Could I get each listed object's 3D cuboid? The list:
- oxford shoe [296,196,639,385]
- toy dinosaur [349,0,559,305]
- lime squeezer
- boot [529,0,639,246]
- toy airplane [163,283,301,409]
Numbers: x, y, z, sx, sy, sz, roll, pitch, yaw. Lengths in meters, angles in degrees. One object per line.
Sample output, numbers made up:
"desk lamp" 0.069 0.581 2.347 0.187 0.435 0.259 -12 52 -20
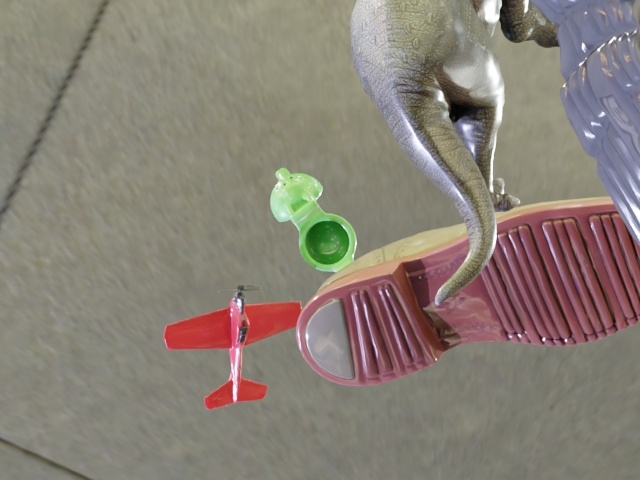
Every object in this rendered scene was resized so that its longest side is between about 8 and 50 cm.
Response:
"oxford shoe" 0.151 0.018 1.474 0.348 0.130 0.123 -12 111 16
"toy dinosaur" 0.062 -0.114 0.955 0.121 0.160 0.313 2 58 35
"lime squeezer" 0.000 0.000 1.783 0.059 0.110 0.310 -27 47 -10
"boot" 0.155 -0.162 0.629 0.223 0.118 0.338 -31 101 -12
"toy airplane" -0.085 0.108 1.754 0.151 0.151 0.028 -38 41 -5
